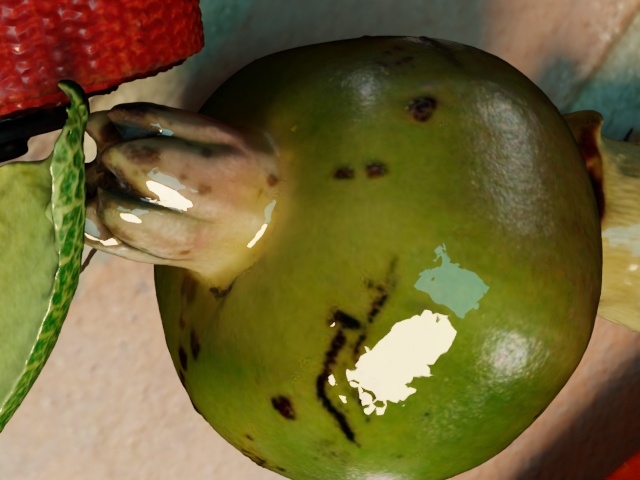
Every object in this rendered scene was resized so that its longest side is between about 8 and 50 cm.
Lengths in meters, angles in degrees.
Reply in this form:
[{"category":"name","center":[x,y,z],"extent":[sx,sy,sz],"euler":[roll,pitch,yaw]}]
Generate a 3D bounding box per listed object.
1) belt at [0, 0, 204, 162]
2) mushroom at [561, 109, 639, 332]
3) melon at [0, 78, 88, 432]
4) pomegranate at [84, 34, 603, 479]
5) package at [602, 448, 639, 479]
[{"category":"belt","center":[-0.138,-0.081,0.400],"extent":[0.200,0.128,0.124],"euler":[-16,106,-22]},{"category":"mushroom","center":[0.237,-0.003,0.611],"extent":[0.333,0.087,0.107],"euler":[0,101,-27]},{"category":"melon","center":[-0.151,0.040,0.409],"extent":[0.261,0.053,0.114],"euler":[-40,77,24]},{"category":"pomegranate","center":[0.000,0.000,0.450],"extent":[0.209,0.180,0.180],"euler":[16,94,-36]},{"category":"package","center":[0.166,0.209,0.535],"extent":[0.423,0.196,0.123],"euler":[-38,129,-3]}]
